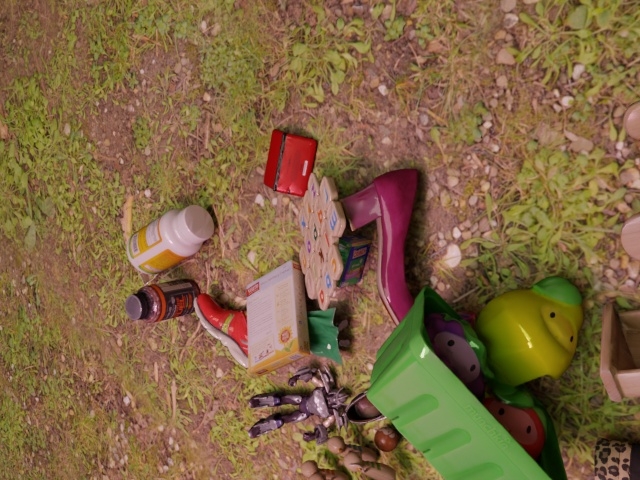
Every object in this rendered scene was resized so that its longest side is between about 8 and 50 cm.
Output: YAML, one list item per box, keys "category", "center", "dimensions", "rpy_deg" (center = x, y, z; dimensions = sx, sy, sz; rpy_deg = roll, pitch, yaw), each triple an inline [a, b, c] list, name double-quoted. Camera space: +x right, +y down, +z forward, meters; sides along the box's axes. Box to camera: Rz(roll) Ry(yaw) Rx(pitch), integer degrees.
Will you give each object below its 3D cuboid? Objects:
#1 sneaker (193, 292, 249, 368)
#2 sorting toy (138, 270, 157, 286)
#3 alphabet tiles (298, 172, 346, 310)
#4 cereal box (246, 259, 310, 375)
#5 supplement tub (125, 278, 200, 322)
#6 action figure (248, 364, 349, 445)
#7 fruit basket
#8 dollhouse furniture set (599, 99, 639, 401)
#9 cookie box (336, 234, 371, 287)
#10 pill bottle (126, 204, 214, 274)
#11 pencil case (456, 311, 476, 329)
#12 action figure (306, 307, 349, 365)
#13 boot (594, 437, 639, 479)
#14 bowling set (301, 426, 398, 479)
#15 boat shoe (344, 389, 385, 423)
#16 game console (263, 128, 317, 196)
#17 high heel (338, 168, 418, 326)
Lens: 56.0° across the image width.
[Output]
- category: "sneaker"
  center: [-0.217, 0.219, 1.584]
  dimensions: [0.279, 0.107, 0.118]
  rpy_deg: [39, 97, 23]
- category: "sorting toy"
  center: [-0.508, 0.084, 1.799]
  dimensions: [0.075, 0.045, 0.083]
  rpy_deg: [-34, 74, 25]
- category: "alphabet tiles"
  center: [0.000, 0.000, 1.341]
  dimensions: [0.284, 0.021, 0.277]
  rpy_deg: [109, 153, -47]
- category: "cereal box"
  center: [-0.107, 0.187, 1.458]
  dimensions: [0.173, 0.047, 0.240]
  rpy_deg: [-29, 51, 35]
- category: "supplement tub"
  center: [-0.435, 0.168, 1.656]
  dimensions: [0.106, 0.198, 0.105]
  rpy_deg: [5, 98, 36]
- category: "action figure"
  center: [-0.047, 0.407, 1.465]
  dimensions: [0.285, 0.099, 0.185]
  rpy_deg: [-22, 73, 31]
- category: "fruit basket"
  center: [0.317, 0.226, 1.055]
  dimensions: [0.393, 0.283, 0.391]
  rpy_deg: [4, 108, 11]
- category: "dollhouse furniture set"
  center: [0.507, 0.026, 0.885]
  dimensions: [0.257, 0.362, 0.394]
  rpy_deg: [-16, 115, 34]
- category: "cookie box"
  center: [0.066, 0.045, 1.351]
  dimensions: [0.040, 0.092, 0.107]
  rpy_deg: [23, 108, 30]
- category: "pill bottle"
  center: [-0.410, -0.006, 1.659]
  dimensions: [0.246, 0.136, 0.136]
  rpy_deg: [-26, 80, 34]
- category: "pencil case"
  center: [0.267, 0.255, 1.221]
  dimensions: [0.105, 0.104, 0.236]
  rpy_deg: [0, 96, 36]
- category: "action figure"
  center: [-0.033, 0.216, 1.456]
  dimensions: [0.232, 0.064, 0.137]
  rpy_deg: [1, 97, 43]
- category: "boot"
  center: [0.611, 0.503, 0.975]
  dimensions: [0.284, 0.138, 0.377]
  rpy_deg: [-6, 87, 35]
- category: "bowling set"
  center: [0.068, 0.489, 1.334]
  dimensions: [0.287, 0.154, 0.199]
  rpy_deg: [-1, 64, 66]
- category: "boat shoe"
  center: [0.156, 0.352, 1.325]
  dimensions: [0.233, 0.079, 0.084]
  rpy_deg: [-29, 76, 33]
- category: "game console"
  center: [-0.076, -0.191, 1.478]
  dimensions: [0.124, 0.085, 0.143]
  rpy_deg: [12, 104, 3]
- category: "high heel"
  center: [0.191, 0.041, 1.266]
  dimensions: [0.181, 0.127, 0.377]
  rpy_deg: [-24, 98, -1]
